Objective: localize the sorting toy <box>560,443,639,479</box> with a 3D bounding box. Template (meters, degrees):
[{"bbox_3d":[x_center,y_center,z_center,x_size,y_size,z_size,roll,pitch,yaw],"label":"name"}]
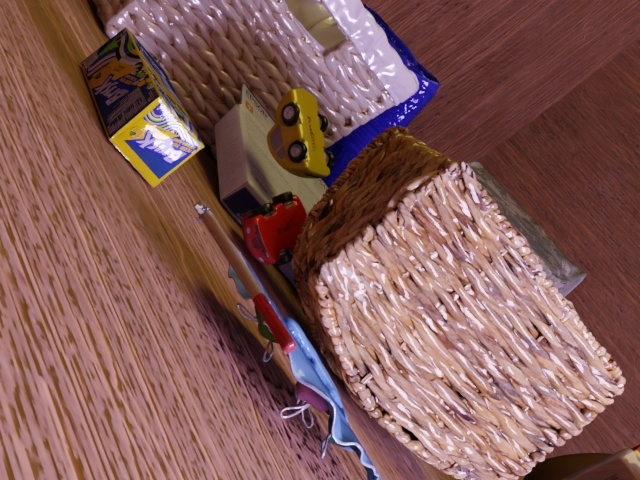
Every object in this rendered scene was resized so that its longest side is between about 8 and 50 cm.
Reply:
[{"bbox_3d":[0.373,0.373,1.456,0.255,0.089,0.257,53,-38,7],"label":"sorting toy"}]

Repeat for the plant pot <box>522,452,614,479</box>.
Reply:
[{"bbox_3d":[0.402,0.410,1.841,0.237,0.237,0.254,52,-12,-16],"label":"plant pot"}]

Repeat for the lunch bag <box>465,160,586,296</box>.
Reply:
[{"bbox_3d":[0.176,0.065,1.740,0.235,0.287,0.169,49,23,17],"label":"lunch bag"}]

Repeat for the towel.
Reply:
[{"bbox_3d":[0.014,-0.176,1.799,0.076,0.308,0.227,22,23,-41],"label":"towel"}]

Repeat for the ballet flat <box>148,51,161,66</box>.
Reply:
[{"bbox_3d":[-0.181,-0.168,1.279,0.041,0.041,0.114,49,4,-46],"label":"ballet flat"}]

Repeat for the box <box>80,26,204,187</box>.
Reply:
[{"bbox_3d":[-0.149,-0.112,1.017,0.059,0.054,0.169,50,5,-33],"label":"box"}]

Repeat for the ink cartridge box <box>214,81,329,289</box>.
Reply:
[{"bbox_3d":[-0.041,-0.043,1.429,0.223,0.045,0.224,50,18,-31],"label":"ink cartridge box"}]

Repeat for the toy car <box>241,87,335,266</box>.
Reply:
[{"bbox_3d":[-0.001,-0.015,1.316,0.225,0.053,0.239,49,38,-33],"label":"toy car"}]

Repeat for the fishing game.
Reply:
[{"bbox_3d":[-0.019,0.090,0.847,0.189,0.041,0.264,56,-3,38],"label":"fishing game"}]

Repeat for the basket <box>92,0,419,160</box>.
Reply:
[{"bbox_3d":[-0.101,-0.283,1.585,0.328,0.266,0.331,50,4,-32],"label":"basket"}]

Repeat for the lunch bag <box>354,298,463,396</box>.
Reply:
[{"bbox_3d":[0.107,0.126,1.333,0.151,0.129,0.096,47,2,-40],"label":"lunch bag"}]

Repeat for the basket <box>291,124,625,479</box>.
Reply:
[{"bbox_3d":[0.104,0.072,1.202,0.299,0.213,0.223,51,-1,-19],"label":"basket"}]
